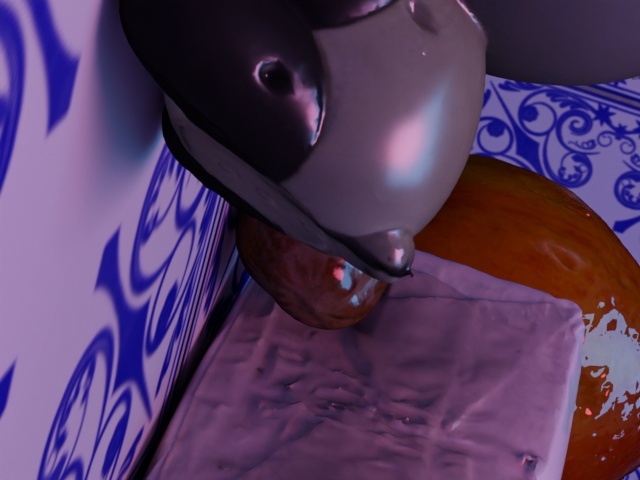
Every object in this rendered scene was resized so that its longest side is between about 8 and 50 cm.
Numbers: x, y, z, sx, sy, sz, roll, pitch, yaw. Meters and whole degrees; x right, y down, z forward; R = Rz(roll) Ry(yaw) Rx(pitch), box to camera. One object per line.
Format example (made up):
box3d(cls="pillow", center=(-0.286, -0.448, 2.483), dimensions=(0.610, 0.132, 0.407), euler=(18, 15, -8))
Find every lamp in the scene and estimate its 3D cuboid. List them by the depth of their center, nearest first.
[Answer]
box3d(cls="lamp", center=(0.049, -0.111, 0.585), dimensions=(0.244, 0.197, 0.198), euler=(-47, 171, -9))

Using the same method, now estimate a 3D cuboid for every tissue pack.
box3d(cls="tissue pack", center=(-0.004, 0.211, 0.990), dimensions=(0.266, 0.193, 0.356), euler=(-64, 171, -50))

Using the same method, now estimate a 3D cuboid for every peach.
box3d(cls="peach", center=(0.105, 0.067, 1.238), dimensions=(0.281, 0.281, 0.238), euler=(101, 10, -57))

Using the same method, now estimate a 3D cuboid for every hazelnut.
box3d(cls="hazelnut", center=(0.000, 0.000, 0.890), dimensions=(0.086, 0.086, 0.086), euler=(19, 90, -85))

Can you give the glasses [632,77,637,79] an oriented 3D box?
box3d(cls="glasses", center=(0.126, -0.185, 1.271), dimensions=(0.102, 0.206, 0.239), euler=(46, -58, 54))
